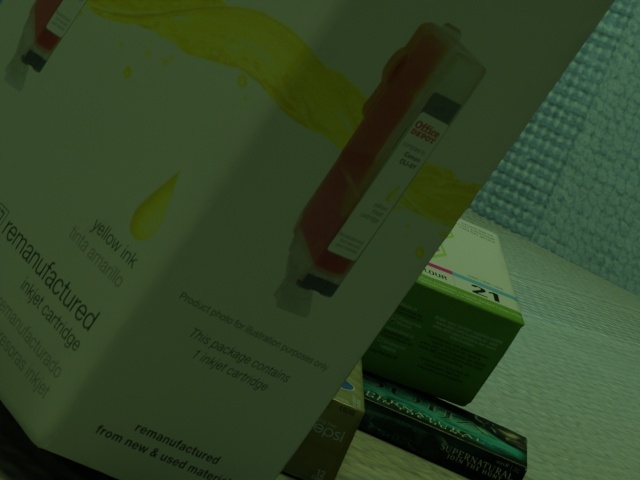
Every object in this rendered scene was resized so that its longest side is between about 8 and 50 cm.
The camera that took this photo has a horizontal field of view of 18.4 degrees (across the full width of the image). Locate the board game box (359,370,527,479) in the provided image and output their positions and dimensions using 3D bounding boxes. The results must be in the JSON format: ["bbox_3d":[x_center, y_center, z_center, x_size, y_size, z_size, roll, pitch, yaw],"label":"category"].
[{"bbox_3d":[0.069,0.135,1.513,0.186,0.026,0.126,24,7,3],"label":"board game box"}]

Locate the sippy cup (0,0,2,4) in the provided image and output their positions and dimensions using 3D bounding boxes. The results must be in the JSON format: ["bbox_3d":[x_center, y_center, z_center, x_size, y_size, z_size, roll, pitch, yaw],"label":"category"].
[{"bbox_3d":[-0.301,-0.113,1.474,0.224,0.305,0.240,13,49,-4],"label":"sippy cup"}]

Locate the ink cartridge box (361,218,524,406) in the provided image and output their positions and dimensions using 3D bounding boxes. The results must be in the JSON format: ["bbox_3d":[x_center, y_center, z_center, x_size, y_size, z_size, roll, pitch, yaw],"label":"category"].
[{"bbox_3d":[0.045,-0.003,1.614,0.188,0.097,0.255,22,30,-19],"label":"ink cartridge box"}]

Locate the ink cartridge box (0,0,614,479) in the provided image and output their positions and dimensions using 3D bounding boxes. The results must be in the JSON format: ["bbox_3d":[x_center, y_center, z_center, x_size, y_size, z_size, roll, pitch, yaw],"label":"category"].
[{"bbox_3d":[-0.052,-0.085,1.102,0.160,0.385,0.279,30,8,-41],"label":"ink cartridge box"}]

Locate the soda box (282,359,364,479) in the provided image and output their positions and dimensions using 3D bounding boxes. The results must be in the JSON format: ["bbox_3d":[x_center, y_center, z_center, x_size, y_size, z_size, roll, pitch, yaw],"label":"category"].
[{"bbox_3d":[-0.009,0.109,1.322,0.061,0.058,0.181,23,8,-2],"label":"soda box"}]
